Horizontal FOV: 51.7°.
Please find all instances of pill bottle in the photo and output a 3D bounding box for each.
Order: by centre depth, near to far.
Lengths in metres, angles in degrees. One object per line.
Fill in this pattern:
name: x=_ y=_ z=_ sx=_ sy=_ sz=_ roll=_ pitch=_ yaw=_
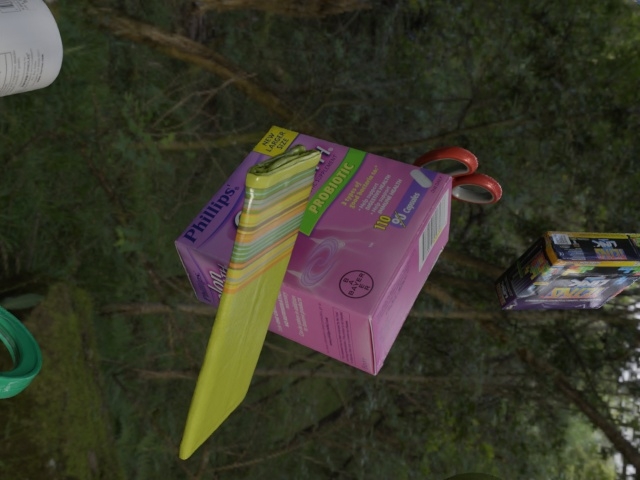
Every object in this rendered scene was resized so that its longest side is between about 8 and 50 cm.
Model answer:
pill bottle: x=-0.443 y=-0.229 z=0.790 sx=0.229 sy=0.131 sz=0.131 roll=-34 pitch=135 yaw=-51

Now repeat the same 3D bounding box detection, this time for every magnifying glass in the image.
magnifying glass: x=-0.282 y=0.037 z=0.415 sx=0.231 sy=0.026 sz=0.092 roll=40 pitch=7 yaw=-37

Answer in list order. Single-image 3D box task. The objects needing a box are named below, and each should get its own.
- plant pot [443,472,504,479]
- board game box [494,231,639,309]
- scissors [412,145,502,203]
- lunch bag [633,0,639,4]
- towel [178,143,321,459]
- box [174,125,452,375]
plant pot: x=0.209 y=0.446 z=0.819 sx=0.293 sy=0.275 sz=0.274 roll=-82 pitch=176 yaw=-62
board game box: x=0.349 y=0.044 z=0.906 sx=0.141 sy=0.170 sz=0.048 roll=116 pitch=-30 yaw=-53
scissors: x=0.125 y=-0.067 z=0.905 sx=0.297 sy=0.109 sz=0.021 roll=-12 pitch=-129 yaw=61
lunch bag: x=0.404 y=-0.269 z=0.621 sx=0.223 sy=0.262 sz=0.160 roll=-23 pitch=124 yaw=-48
towel: x=-0.058 y=0.046 z=0.497 sx=0.102 sy=0.021 sz=0.237 roll=-35 pitch=146 yaw=-63
box: x=0.000 y=0.000 z=0.770 sx=0.213 sy=0.243 sz=0.117 roll=-55 pitch=152 yaw=-32
